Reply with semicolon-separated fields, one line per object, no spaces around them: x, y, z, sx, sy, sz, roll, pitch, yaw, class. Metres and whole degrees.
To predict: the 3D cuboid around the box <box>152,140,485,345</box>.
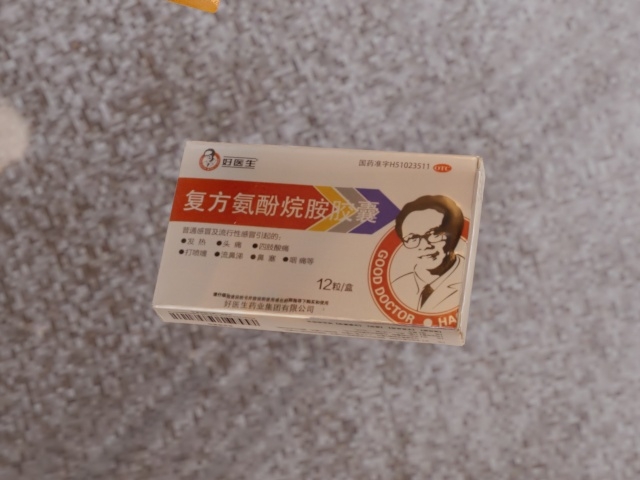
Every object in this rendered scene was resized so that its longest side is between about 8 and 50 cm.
0.000;0.000;1.823;0.069;0.353;0.214;69;28;-64;box

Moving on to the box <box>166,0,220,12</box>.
-0.249;-0.323;1.672;0.274;0.221;0.091;2;109;-62;box
